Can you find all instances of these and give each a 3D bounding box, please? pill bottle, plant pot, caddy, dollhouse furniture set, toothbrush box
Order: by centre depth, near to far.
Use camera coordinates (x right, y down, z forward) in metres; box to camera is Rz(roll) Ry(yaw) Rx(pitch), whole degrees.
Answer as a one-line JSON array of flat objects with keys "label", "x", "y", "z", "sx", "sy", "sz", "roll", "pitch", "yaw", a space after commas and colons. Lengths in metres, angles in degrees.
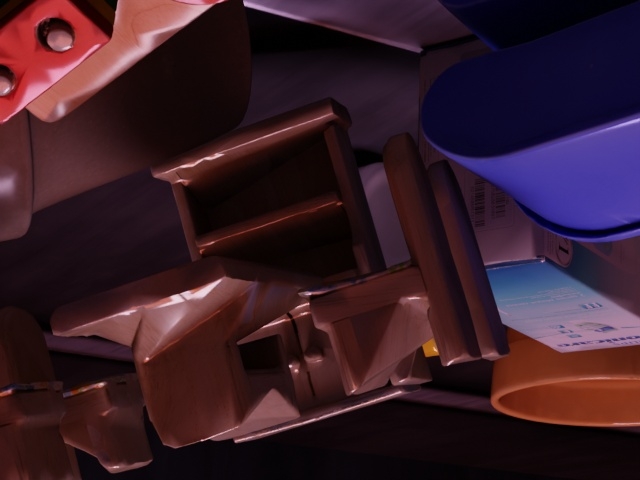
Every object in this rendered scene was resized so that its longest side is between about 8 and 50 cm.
[{"label": "caddy", "x": 0.227, "y": -0.134, "z": 0.908, "sx": 0.179, "sy": 0.241, "sz": 0.341, "roll": 23, "pitch": 154, "yaw": -38}, {"label": "plant pot", "x": -0.179, "y": -0.140, "z": 0.993, "sx": 0.229, "sy": 0.263, "sz": 0.263, "roll": -11, "pitch": 166, "yaw": -18}, {"label": "dollhouse furniture set", "x": -0.068, "y": 0.015, "z": 1.013, "sx": 0.362, "sy": 0.256, "sz": 0.394, "roll": -19, "pitch": 171, "yaw": 14}, {"label": "toothbrush box", "x": 0.212, "y": -0.035, "z": 1.247, "sx": 0.126, "sy": 0.216, "sz": 0.295, "roll": -9, "pitch": 158, "yaw": 32}, {"label": "pill bottle", "x": 0.000, "y": 0.000, "z": 1.516, "sx": 0.229, "sy": 0.131, "sz": 0.131, "roll": -15, "pitch": 155, "yaw": 42}, {"label": "plant pot", "x": 0.354, "y": 0.102, "z": 1.668, "sx": 0.291, "sy": 0.203, "sz": 0.291, "roll": 3, "pitch": 162, "yaw": 1}]

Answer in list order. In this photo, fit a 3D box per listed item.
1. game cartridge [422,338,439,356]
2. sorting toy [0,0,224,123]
[{"label": "game cartridge", "x": 0.072, "y": 0.061, "z": 1.544, "sx": 0.324, "sy": 0.052, "sz": 0.285, "roll": -16, "pitch": -162, "yaw": 44}, {"label": "sorting toy", "x": -0.150, "y": -0.195, "z": 0.723, "sx": 0.255, "sy": 0.089, "sz": 0.257, "roll": -32, "pitch": 123, "yaw": 23}]
